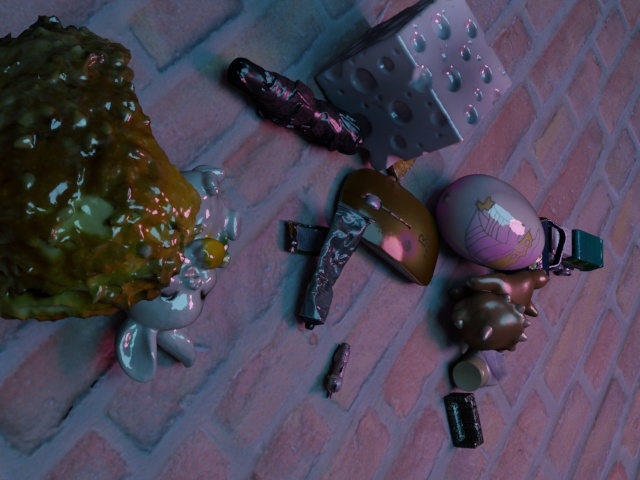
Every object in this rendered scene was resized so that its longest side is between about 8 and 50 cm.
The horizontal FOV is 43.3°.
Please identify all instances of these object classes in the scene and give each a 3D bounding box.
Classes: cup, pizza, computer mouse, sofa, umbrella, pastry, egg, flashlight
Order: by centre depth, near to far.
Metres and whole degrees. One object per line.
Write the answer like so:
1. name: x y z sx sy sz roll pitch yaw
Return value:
1. pastry: -0.358 -0.073 1.029 0.337 0.292 0.405 -22 75 -18
2. umbrella: -0.041 -0.244 1.501 0.326 0.090 0.094 23 72 -39
3. flashlight: 0.033 0.246 1.546 0.031 0.052 0.110 19 59 -3
4. computer mouse: 0.156 -0.024 1.675 0.310 0.072 0.158 38 58 -33
5. pizza: 0.156 -0.183 1.728 0.099 0.029 0.100 45 54 -21
6. sofa: 0.317 0.396 1.777 0.039 0.060 0.117 -17 96 -48
7. egg: 0.381 -0.032 1.796 0.271 0.196 0.196 42 57 -15
8. cup: 0.512 0.025 1.956 0.177 0.131 0.155 -7 96 -5

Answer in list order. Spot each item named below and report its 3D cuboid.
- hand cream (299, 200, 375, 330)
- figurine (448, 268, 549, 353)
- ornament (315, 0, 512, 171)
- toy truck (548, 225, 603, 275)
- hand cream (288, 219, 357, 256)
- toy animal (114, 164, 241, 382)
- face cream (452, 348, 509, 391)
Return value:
1. hand cream: 0.024 0.053 1.514 0.075 0.052 0.247 32 76 -36
2. figurine: 0.402 0.167 1.808 0.247 0.177 0.173 1 66 -48
3. ornament: 0.188 -0.321 1.612 0.240 0.240 0.239 -47 109 -37
4. toy truck: 0.638 0.022 2.099 0.253 0.124 0.114 16 71 -44
5. hand cream: 0.000 0.000 1.548 0.163 0.039 0.062 8 81 -37
6. toy animal: -0.228 0.043 1.246 0.208 0.154 0.325 -6 110 -65
7. face cream: 0.383 0.289 1.867 0.224 0.070 0.114 -12 91 -56
